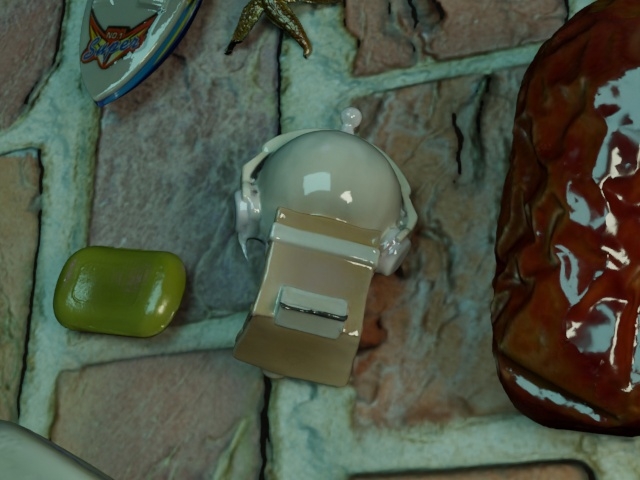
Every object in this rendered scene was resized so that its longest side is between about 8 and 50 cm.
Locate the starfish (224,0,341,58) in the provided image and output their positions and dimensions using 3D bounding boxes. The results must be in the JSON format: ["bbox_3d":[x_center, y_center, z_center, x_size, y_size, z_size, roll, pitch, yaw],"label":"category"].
[{"bbox_3d":[-0.051,-0.234,1.308,0.130,0.041,0.133,-36,55,4],"label":"starfish"}]

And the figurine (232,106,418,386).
[{"bbox_3d":[0.001,-0.002,1.123,0.163,0.141,0.236,10,63,-3],"label":"figurine"}]

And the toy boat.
[{"bbox_3d":[-0.179,-0.268,1.353,0.129,0.088,0.295,8,67,27],"label":"toy boat"}]

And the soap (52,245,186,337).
[{"bbox_3d":[-0.188,0.048,1.216,0.140,0.045,0.089,4,63,27],"label":"soap"}]

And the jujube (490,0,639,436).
[{"bbox_3d":[0.233,-0.019,0.984,0.216,0.216,0.342,12,83,28],"label":"jujube"}]

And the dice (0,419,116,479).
[{"bbox_3d":[-0.166,0.317,0.909,0.304,0.304,0.277,22,75,31],"label":"dice"}]
